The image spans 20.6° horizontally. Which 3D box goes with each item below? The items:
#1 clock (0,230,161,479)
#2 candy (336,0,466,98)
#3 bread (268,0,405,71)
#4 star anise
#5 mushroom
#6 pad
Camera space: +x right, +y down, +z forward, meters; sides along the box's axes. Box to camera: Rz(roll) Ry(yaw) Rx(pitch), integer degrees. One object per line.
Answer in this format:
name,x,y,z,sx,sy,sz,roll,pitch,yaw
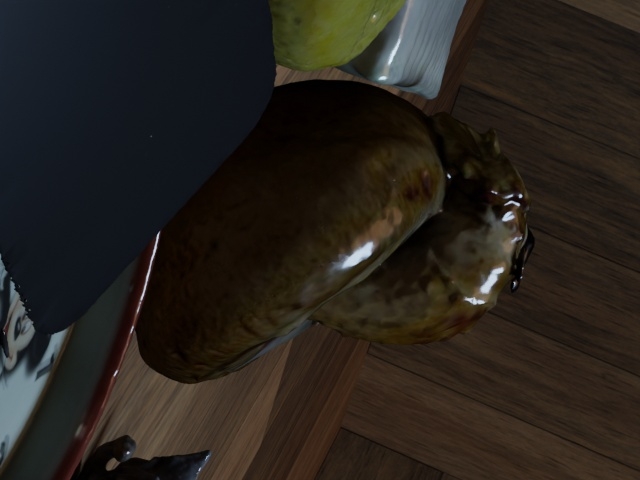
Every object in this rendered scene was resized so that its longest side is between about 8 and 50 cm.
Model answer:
clock,-0.157,0.020,0.790,0.318,0.080,0.318,17,90,-79
candy,0.048,-0.225,1.291,0.358,0.145,0.208,-19,133,-80
bread,0.001,-0.221,0.938,0.270,0.148,0.270,-60,170,-18
star anise,-0.164,0.230,1.377,0.209,0.089,0.231,-23,137,-62
mushroom,0.004,-0.013,1.220,0.263,0.283,0.195,86,-5,-81
pad,-0.050,-0.136,0.727,0.250,0.055,0.323,83,26,-61
